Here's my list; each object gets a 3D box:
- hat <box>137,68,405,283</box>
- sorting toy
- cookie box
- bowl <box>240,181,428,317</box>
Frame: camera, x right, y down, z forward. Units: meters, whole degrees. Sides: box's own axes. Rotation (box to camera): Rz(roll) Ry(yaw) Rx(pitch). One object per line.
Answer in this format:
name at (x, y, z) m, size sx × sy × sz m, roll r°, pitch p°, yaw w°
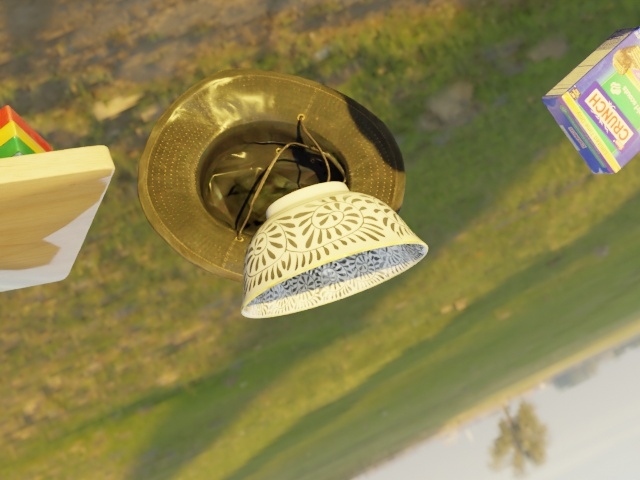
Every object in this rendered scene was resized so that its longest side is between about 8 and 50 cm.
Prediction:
hat at (-0.062, -0.059, 1.613) m, size 0.331 × 0.331 × 0.134 m, roll -24°, pitch 159°, yaw -11°
sorting toy at (-0.343, -0.029, 1.140) m, size 0.257 × 0.089 × 0.255 m, roll -10°, pitch 160°, yaw -26°
cookie box at (0.273, -0.129, 1.168) m, size 0.107 × 0.092 × 0.040 m, roll -42°, pitch -166°, yaw -13°
bowl at (0.000, 0.000, 1.086) m, size 0.170 × 0.080 × 0.170 m, roll -19°, pitch 168°, yaw -4°
